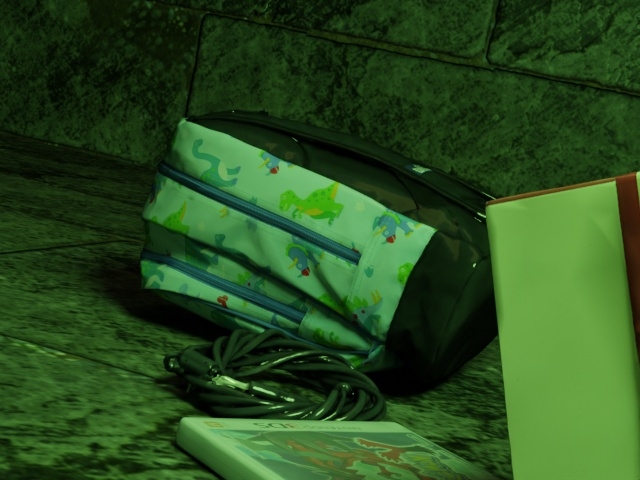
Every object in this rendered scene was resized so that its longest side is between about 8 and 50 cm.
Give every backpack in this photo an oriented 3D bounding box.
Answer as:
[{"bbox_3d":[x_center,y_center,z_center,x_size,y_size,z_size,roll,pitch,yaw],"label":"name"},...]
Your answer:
[{"bbox_3d":[0.000,0.000,1.263,0.355,0.273,0.290,36,16,15],"label":"backpack"}]

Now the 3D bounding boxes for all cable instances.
[{"bbox_3d":[-0.020,0.108,1.044,0.150,0.047,0.184,17,8,40],"label":"cable"}]

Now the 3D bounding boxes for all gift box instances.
[{"bbox_3d":[0.250,0.092,0.663,0.276,0.258,0.255,-10,-9,43],"label":"gift box"}]

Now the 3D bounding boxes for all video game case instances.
[{"bbox_3d":[0.033,0.153,0.854,0.183,0.023,0.201,6,8,-35],"label":"video game case"}]
